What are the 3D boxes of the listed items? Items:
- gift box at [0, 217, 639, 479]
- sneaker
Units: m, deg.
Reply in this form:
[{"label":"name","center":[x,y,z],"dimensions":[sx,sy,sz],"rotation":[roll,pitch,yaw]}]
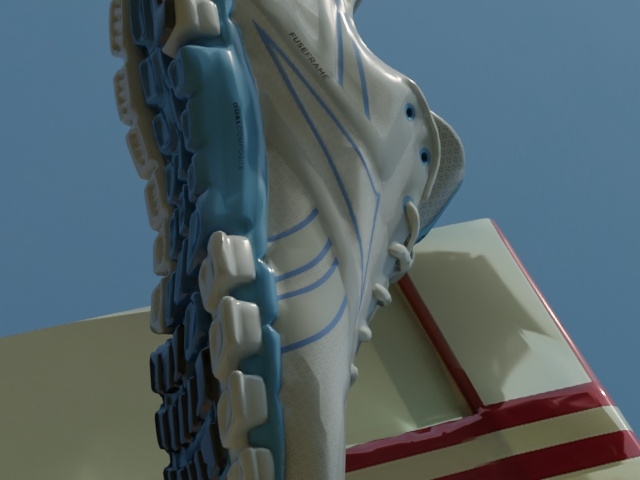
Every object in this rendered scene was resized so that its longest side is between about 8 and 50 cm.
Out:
[{"label":"gift box","center":[0.003,0.167,0.703],"dimensions":[0.258,0.276,0.255],"rotation":[-12,-129,-17]},{"label":"sneaker","center":[0.000,0.000,0.482],"dimensions":[0.083,0.071,0.190],"rotation":[1,-112,-20]}]
